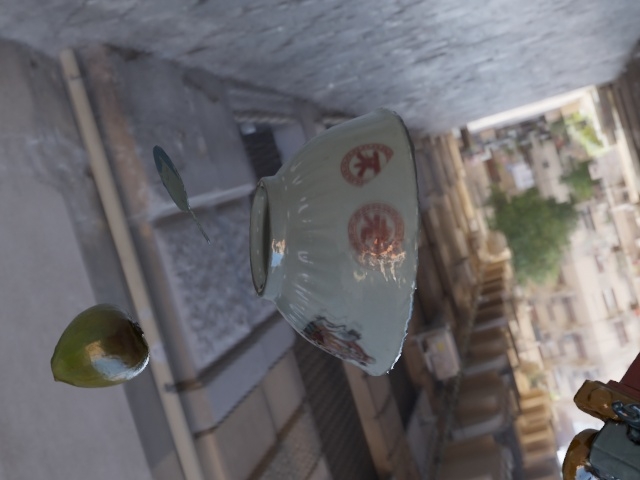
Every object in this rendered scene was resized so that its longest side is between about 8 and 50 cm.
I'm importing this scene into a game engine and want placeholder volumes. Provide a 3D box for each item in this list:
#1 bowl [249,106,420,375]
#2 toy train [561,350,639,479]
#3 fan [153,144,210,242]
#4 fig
[{"bbox_3d":[0.000,0.000,1.294,0.158,0.337,0.337,1,179,-13],"label":"bowl"},{"bbox_3d":[0.413,0.240,1.197,0.163,0.369,0.231,26,-108,43],"label":"toy train"},{"bbox_3d":[-0.211,-0.068,1.590,0.005,0.175,0.113,-27,164,-19],"label":"fan"},{"bbox_3d":[-0.198,0.097,0.924,0.088,0.074,0.074,-26,-176,-9],"label":"fig"}]
